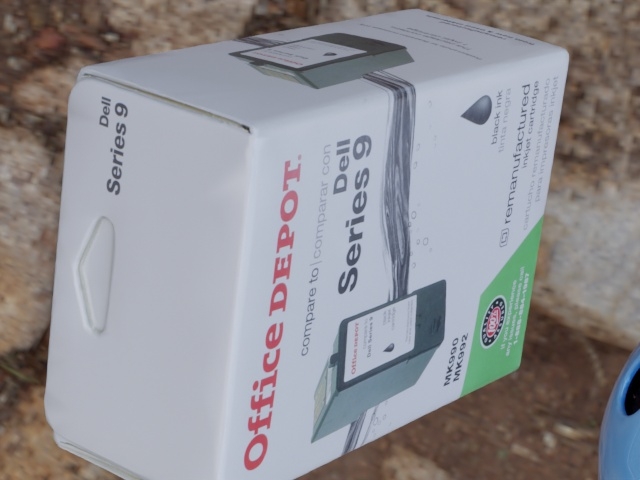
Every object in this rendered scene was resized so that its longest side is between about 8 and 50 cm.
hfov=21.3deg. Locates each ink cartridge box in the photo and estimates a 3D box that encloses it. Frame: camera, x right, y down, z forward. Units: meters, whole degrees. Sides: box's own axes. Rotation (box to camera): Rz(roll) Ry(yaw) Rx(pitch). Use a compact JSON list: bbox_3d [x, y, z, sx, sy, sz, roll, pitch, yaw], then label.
[{"bbox_3d":[0.000,0.000,0.929,0.289,0.122,0.211,-19,122,-49],"label":"ink cartridge box"}]

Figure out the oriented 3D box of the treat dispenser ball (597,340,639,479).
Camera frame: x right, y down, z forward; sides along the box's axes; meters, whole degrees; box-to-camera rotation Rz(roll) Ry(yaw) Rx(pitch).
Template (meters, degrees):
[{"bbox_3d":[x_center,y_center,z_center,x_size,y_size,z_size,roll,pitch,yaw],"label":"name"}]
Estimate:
[{"bbox_3d":[0.331,0.153,1.137,0.288,0.288,0.288,-9,106,-35],"label":"treat dispenser ball"}]
